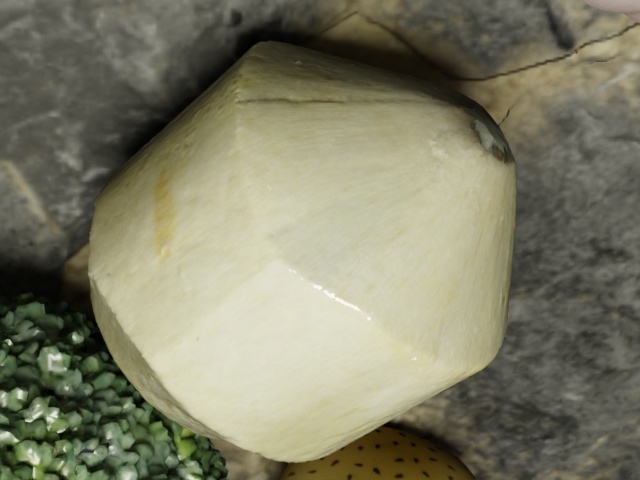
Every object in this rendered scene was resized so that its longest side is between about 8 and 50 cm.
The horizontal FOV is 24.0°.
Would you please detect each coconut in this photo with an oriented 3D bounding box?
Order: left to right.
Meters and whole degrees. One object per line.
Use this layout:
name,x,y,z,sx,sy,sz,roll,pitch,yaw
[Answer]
coconut,0.000,0.000,0.772,0.222,0.202,0.202,-36,126,24

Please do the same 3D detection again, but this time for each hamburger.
hamburger,0.033,0.197,0.977,0.175,0.175,0.137,-3,118,-5

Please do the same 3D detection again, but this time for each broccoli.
broccoli,-0.166,0.197,0.793,0.249,0.375,0.302,29,101,3

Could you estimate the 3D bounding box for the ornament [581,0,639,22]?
ornament,0.157,-0.183,0.650,0.177,0.177,0.178,-4,131,-4
